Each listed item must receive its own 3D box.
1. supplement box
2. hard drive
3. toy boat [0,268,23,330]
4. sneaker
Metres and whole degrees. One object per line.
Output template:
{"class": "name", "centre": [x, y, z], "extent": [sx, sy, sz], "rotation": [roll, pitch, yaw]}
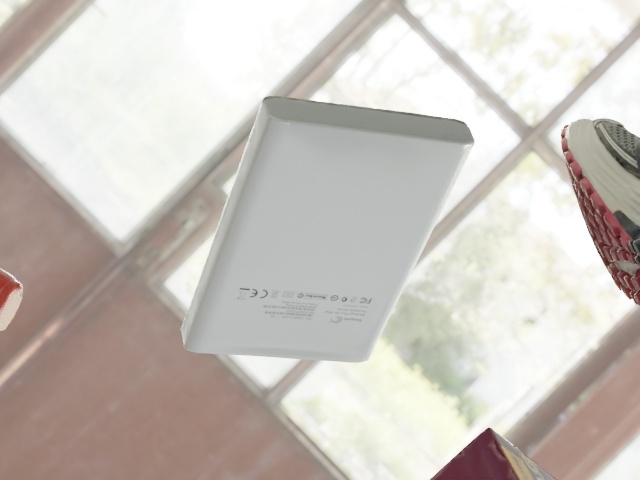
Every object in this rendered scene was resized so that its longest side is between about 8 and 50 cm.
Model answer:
{"class": "supplement box", "centre": [0.181, 0.248, 1.182], "extent": [0.188, 0.081, 0.104], "rotation": [39, 14, -30]}
{"class": "hard drive", "centre": [0.000, 0.000, 1.420], "extent": [0.203, 0.307, 0.040], "rotation": [5, 42, -20]}
{"class": "toy boat", "centre": [-0.352, 0.139, 1.169], "extent": [0.148, 0.318, 0.267], "rotation": [23, 10, 7]}
{"class": "sneaker", "centre": [0.254, -0.007, 0.998], "extent": [0.121, 0.112, 0.299], "rotation": [64, -2, -31]}
